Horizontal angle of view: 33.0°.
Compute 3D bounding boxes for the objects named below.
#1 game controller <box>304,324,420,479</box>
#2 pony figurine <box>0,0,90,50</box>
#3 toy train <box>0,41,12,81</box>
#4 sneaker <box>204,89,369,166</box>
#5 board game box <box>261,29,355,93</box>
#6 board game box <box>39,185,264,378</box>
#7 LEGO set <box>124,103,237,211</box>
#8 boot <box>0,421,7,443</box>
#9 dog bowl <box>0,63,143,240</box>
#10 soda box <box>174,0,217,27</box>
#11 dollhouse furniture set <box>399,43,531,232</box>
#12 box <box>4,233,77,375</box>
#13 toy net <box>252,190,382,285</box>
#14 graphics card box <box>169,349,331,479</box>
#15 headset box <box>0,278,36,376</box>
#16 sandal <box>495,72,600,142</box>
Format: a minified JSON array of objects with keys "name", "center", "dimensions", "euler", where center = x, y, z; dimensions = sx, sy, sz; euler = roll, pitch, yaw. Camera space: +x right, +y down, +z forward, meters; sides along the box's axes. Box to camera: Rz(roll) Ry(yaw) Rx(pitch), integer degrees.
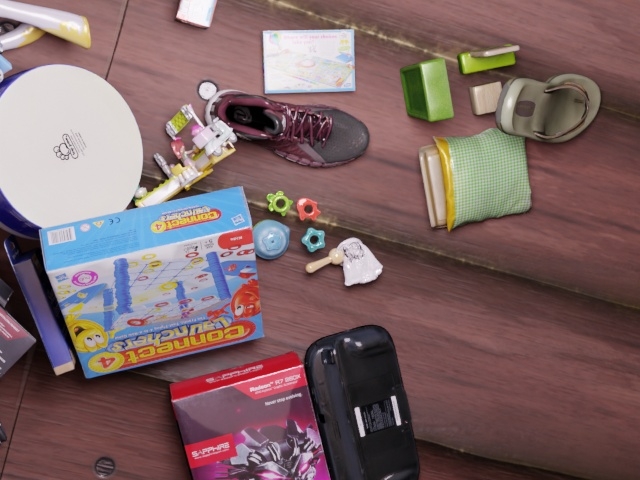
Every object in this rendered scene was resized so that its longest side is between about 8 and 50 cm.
[{"name":"game controller","center":[0.077,0.311,1.900],"dimensions":[0.167,0.067,0.319],"euler":[-16,101,-23]},{"name":"pony figurine","center":[-0.548,-0.422,1.598],"dimensions":[0.364,0.303,0.350],"euler":[-11,109,-24]},{"name":"toy train","center":[-0.536,-0.224,1.572],"dimensions":[0.184,0.105,0.080],"euler":[-30,145,9]},{"name":"sneaker","center":[-0.045,-0.177,1.752],"dimensions":[0.282,0.162,0.106],"euler":[8,96,-11]},{"name":"board game box","center":[-0.020,-0.300,1.810],"dimensions":[0.154,0.026,0.103],"euler":[-3,98,-10]},{"name":"board game box","center":[-0.252,0.072,1.694],"dimensions":[0.308,0.086,0.302],"euler":[-13,143,-8]},{"name":"LEGO set","center":[-0.255,-0.125,1.749],"dimensions":[0.287,0.132,0.107],"euler":[-35,92,29]},{"name":"boot","center":[-0.606,0.372,1.753],"dimensions":[0.223,0.118,0.338],"euler":[-29,110,-16]},{"name":"dog bowl","center":[-0.410,-0.134,1.659],"dimensions":[0.265,0.104,0.264],"euler":[5,83,-41]},{"name":"soda box","center":[-0.186,-0.437,1.743],"dimensions":[0.058,0.063,0.183],"euler":[15,95,-12]},{"name":"dollhouse furniture set","center":[0.267,-0.167,1.816],"dimensions":[0.198,0.151,0.301],"euler":[-12,100,-9]},{"name":"box","center":[-0.444,0.093,1.728],"dimensions":[0.037,0.136,0.225],"euler":[-21,101,-6]},{"name":"toy net","center":[0.000,0.000,1.847],"dimensions":[0.232,0.045,0.122],"euler":[19,92,-14]},{"name":"graphics card box","center":[-0.104,0.400,1.854],"dimensions":[0.233,0.094,0.370],"euler":[-14,100,-9]},{"name":"headset box","center":[-0.599,0.159,1.647],"dimensions":[0.293,0.110,0.218],"euler":[-48,110,-15]},{"name":"sandal","center":[0.397,-0.215,1.806],"dimensions":[0.303,0.086,0.120],"euler":[-13,110,-50]}]
